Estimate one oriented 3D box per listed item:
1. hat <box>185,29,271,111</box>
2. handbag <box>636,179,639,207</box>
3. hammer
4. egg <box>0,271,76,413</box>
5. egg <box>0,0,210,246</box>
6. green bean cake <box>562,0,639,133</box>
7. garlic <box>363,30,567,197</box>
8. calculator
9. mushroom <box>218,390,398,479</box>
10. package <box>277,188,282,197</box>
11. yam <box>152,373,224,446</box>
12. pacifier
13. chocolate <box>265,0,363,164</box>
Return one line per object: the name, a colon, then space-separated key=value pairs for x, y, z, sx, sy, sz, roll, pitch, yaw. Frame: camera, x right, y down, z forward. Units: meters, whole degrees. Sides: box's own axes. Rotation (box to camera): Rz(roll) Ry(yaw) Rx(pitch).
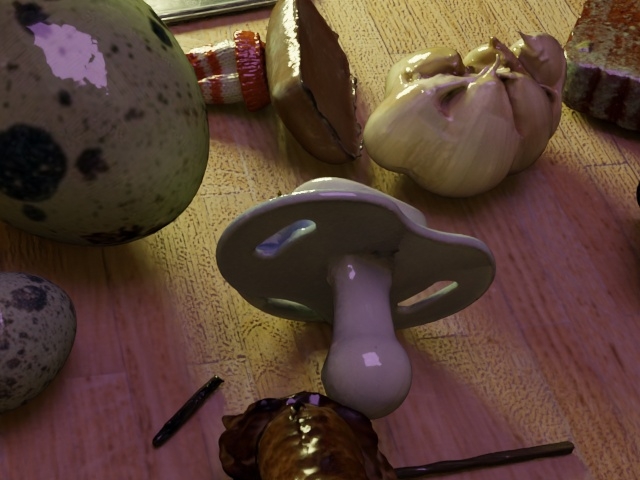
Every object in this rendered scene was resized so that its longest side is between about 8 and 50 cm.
hat: x=-0.144 y=-0.208 z=1.616 sx=0.162 sy=0.094 sz=0.112 roll=-11 pitch=44 yaw=1
handbag: x=0.494 y=-0.025 z=1.475 sx=0.254 sy=0.181 sz=0.181 roll=10 pitch=46 yaw=-4
hammer: x=0.119 y=0.221 z=1.261 sx=0.292 sy=0.029 sz=0.058 roll=-5 pitch=48 yaw=-19
egg: x=-0.306 y=0.094 z=1.228 sx=0.132 sy=0.132 sz=0.172 roll=34 pitch=39 yaw=22
egg: x=-0.284 y=-0.150 z=1.370 sx=0.287 sy=0.288 sz=0.379 roll=-26 pitch=56 yaw=-32
green bean cake: x=0.428 y=-0.241 z=1.738 sx=0.198 sy=0.097 sz=0.233 roll=18 pitch=44 yaw=9
garlic: x=0.188 y=-0.150 z=1.531 sx=0.281 sy=0.203 sz=0.185 roll=-7 pitch=65 yaw=-23
calculator: x=-0.155 y=-0.372 z=1.807 sx=0.274 sy=0.028 sz=0.166 roll=-15 pitch=50 yaw=-25
mushroom: x=0.021 y=0.265 z=0.996 sx=0.331 sy=0.334 sz=0.356 roll=23 pitch=62 yaw=7
package: x=0.000 y=0.000 z=1.427 sx=0.131 sy=0.071 sz=0.047 roll=23 pitch=48 yaw=10
yam: x=-0.131 y=0.167 z=1.271 sx=0.014 sy=0.014 sz=0.107 roll=30 pitch=48 yaw=19
pacifier: x=0.031 y=0.070 z=1.258 sx=0.299 sy=0.244 sz=0.233 roll=23 pitch=46 yaw=-35
chocolate: x=-0.021 y=-0.195 z=1.592 sx=0.083 sy=0.161 sz=0.261 roll=-25 pitch=37 yaw=17
